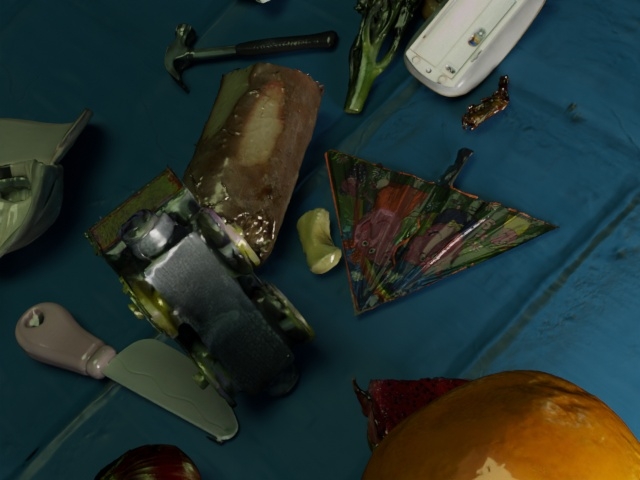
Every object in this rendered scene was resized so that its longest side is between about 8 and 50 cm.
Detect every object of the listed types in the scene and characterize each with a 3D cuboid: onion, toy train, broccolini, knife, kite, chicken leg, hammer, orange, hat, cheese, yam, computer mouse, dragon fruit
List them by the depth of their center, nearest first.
[{"bbox_3d":[0.156,0.239,0.989,0.261,0.261,0.261,-13,53,18],"label":"orange"},{"bbox_3d":[0.092,0.188,1.165,0.147,0.096,0.102,1,50,-25],"label":"dragon fruit"},{"bbox_3d":[-0.171,0.265,1.239,0.117,0.118,0.118,-54,42,29],"label":"onion"},{"bbox_3d":[-0.119,0.051,1.272,0.134,0.261,0.177,-38,32,-4],"label":"toy train"},{"bbox_3d":[0.095,-0.012,1.355,0.321,0.016,0.234,21,71,37],"label":"kite"},{"bbox_3d":[0.000,0.000,1.380,0.044,0.030,0.083,-42,42,23],"label":"cheese"},{"bbox_3d":[-0.213,0.144,1.398,0.336,0.043,0.081,20,59,29],"label":"knife"},{"bbox_3d":[0.194,-0.154,1.398,0.083,0.021,0.036,-45,40,-8],"label":"chicken leg"},{"bbox_3d":[-0.087,-0.092,1.434,0.128,0.129,0.238,20,64,-3],"label":"yam"},{"bbox_3d":[0.183,-0.258,1.441,0.102,0.045,0.199,38,87,17],"label":"computer mouse"},{"bbox_3d":[0.067,-0.251,1.500,0.091,0.068,0.203,7,61,22],"label":"broccolini"},{"bbox_3d":[-0.094,-0.246,1.606,0.246,0.029,0.103,-1,58,25],"label":"hammer"},{"bbox_3d":[-0.393,-0.077,1.611,0.219,0.164,0.226,-2,18,26],"label":"hat"}]

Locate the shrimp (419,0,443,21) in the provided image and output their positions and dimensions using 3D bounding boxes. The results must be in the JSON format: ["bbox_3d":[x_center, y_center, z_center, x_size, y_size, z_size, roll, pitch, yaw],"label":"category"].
[{"bbox_3d":[0.169,-0.320,1.523,0.095,0.045,0.162,-23,52,38],"label":"shrimp"}]

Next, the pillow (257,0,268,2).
[{"bbox_3d":[-0.056,-0.373,1.659,0.091,0.055,0.136,36,80,19],"label":"pillow"}]
